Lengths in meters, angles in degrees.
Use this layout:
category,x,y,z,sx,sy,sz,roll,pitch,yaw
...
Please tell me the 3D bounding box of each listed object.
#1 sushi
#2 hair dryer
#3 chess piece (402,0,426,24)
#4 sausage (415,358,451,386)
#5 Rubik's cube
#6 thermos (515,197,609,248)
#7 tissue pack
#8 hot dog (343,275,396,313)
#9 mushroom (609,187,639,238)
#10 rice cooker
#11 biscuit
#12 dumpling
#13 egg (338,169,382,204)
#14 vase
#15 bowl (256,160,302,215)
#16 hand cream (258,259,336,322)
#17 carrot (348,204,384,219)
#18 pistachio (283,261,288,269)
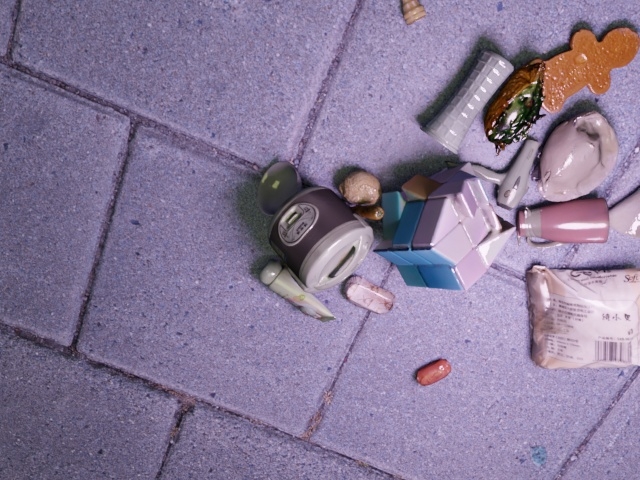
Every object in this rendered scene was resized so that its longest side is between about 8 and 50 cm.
category,x,y,z,sx,sy,sz,roll,pitch,yaw
sushi,0.601,-0.393,1.624,0.149,0.140,0.287,19,123,-24
hair dryer,0.574,-0.255,1.733,0.267,0.092,0.229,39,101,1
chess piece,0.258,-0.705,1.595,0.066,0.066,0.122,-26,101,13
sausage,0.418,0.488,2.003,0.141,0.076,0.076,-31,104,13
Rubik's cube,0.382,-0.035,1.664,0.368,0.387,0.358,-39,109,-27
thermos,0.774,-0.048,1.757,0.265,0.146,0.176,-3,128,16
tissue pack,0.890,0.265,1.812,0.376,0.195,0.390,-1,108,22
hot dog,0.172,0.199,1.928,0.191,0.059,0.108,28,112,-9
mushroom,1.067,-0.184,1.687,0.177,0.126,0.397,27,113,3
rice cooker,0.001,0.001,1.695,0.288,0.288,0.277,-50,63,18
biscuit,0.789,-0.523,1.624,0.324,0.049,0.205,-31,106,15
dumpling,0.781,-0.259,1.682,0.205,0.163,0.293,8,112,-35
egg,0.134,-0.169,1.766,0.140,0.116,0.118,19,146,-8
vase,0.448,-0.425,1.646,0.143,0.143,0.299,33,105,-7
bowl,-0.117,-0.161,1.790,0.086,0.189,0.189,20,117,-48
hand cream,-0.081,0.189,1.922,0.306,0.147,0.093,39,66,-8
carrot,0.122,-0.093,1.749,0.049,0.254,0.049,-3,96,-32
pistachio,-0.028,0.089,1.866,0.206,0.131,0.129,19,102,7
